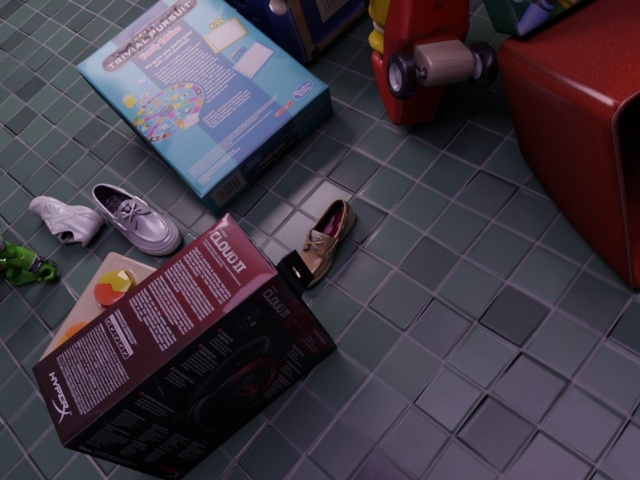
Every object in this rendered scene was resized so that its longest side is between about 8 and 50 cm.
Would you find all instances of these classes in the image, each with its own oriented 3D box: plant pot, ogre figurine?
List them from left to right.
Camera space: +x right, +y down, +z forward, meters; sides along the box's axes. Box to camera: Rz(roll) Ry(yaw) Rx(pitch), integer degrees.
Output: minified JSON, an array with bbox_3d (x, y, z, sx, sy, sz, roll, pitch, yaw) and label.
[{"bbox_3d":[-0.522,0.021,0.960,0.197,0.118,0.096,27,72,30],"label":"ogre figurine"},{"bbox_3d":[-0.045,-0.449,1.011,0.236,0.236,0.212,-44,63,-8],"label":"plant pot"},{"bbox_3d":[0.358,-0.161,0.686,0.267,0.267,0.235,-35,42,-2],"label":"plant pot"}]

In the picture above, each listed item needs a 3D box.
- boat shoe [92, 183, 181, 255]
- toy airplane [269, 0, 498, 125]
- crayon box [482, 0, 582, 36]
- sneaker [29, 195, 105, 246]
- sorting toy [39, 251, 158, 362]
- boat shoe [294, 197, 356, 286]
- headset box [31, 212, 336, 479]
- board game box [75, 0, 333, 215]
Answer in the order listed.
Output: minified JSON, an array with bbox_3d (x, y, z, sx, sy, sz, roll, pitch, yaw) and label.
[{"bbox_3d":[-0.290,-0.039,0.947,0.066,0.063,0.184,-47,56,-11],"label":"boat shoe"},{"bbox_3d":[0.114,-0.398,0.808,0.384,0.386,0.272,-51,31,7],"label":"toy airplane"},{"bbox_3d":[0.220,-0.406,0.620,0.203,0.322,0.083,-30,22,6],"label":"crayon box"},{"bbox_3d":[-0.427,-0.032,0.999,0.152,0.053,0.061,13,68,25],"label":"sneaker"},{"bbox_3d":[-0.285,0.119,0.865,0.208,0.038,0.192,16,67,27],"label":"sorting toy"},{"bbox_3d":[0.000,0.000,0.831,0.050,0.045,0.135,19,68,28],"label":"boat shoe"},{"bbox_3d":[-0.126,0.123,0.698,0.293,0.218,0.110,-39,56,-5],"label":"headset box"},{"bbox_3d":[-0.186,-0.241,0.978,0.254,0.079,0.336,-42,70,-9],"label":"board game box"}]
